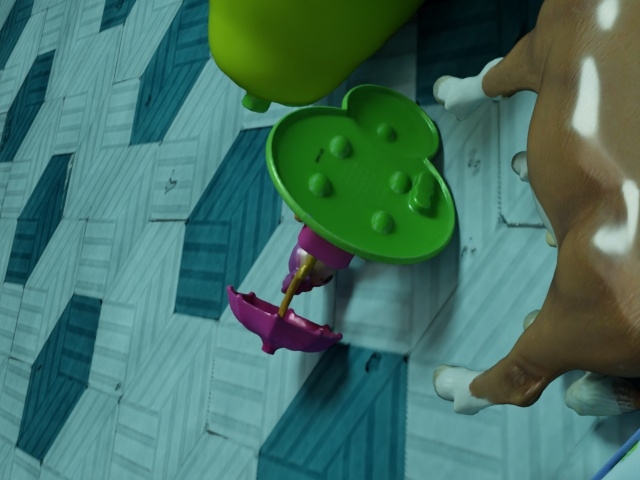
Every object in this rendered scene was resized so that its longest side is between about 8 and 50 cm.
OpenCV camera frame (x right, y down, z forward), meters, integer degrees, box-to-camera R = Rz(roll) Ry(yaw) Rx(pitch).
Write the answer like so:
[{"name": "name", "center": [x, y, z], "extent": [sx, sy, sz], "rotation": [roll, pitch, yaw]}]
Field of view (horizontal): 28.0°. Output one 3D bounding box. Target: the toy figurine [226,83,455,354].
[{"name": "toy figurine", "center": [0.000, 0.000, 0.858], "extent": [0.159, 0.130, 0.173], "rotation": [-57, 6, 40]}]

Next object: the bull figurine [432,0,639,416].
[{"name": "bull figurine", "center": [0.142, -0.054, 0.632], "extent": [0.188, 0.101, 0.310], "rotation": [-39, 35, 50]}]

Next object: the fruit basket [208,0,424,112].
[{"name": "fruit basket", "center": [0.034, -0.268, 0.900], "extent": [0.392, 0.282, 0.392], "rotation": [165, 90, -87]}]

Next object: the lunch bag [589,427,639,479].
[{"name": "lunch bag", "center": [0.170, 0.124, 0.460], "extent": [0.219, 0.090, 0.176], "rotation": [-53, 27, 25]}]
